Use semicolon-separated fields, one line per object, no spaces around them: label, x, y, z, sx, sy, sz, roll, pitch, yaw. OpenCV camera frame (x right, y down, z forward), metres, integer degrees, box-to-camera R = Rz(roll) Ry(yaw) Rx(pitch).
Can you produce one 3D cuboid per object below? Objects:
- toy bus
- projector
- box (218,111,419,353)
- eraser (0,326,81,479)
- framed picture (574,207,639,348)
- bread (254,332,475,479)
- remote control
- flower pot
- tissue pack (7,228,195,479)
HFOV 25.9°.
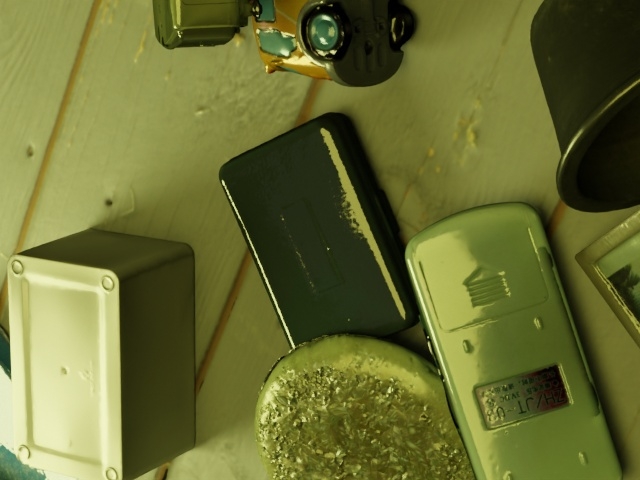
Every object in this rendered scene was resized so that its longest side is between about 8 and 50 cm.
toy bus;0.001;-0.251;1.321;0.136;0.126;0.210;5;104;37
projector;-0.118;-0.280;1.315;0.088;0.269;0.194;-5;98;-10
box;0.000;0.000;1.418;0.160;0.050;0.230;-23;90;31
eraser;-0.392;0.206;1.692;0.312;0.042;0.144;49;120;11
framed picture;0.354;0.050;1.152;0.232;0.024;0.315;55;152;8
bread;0.049;0.217;1.417;0.267;0.040;0.267;9;115;20
remote control;0.179;0.113;1.320;0.140;0.056;0.296;-19;92;7
flower pot;0.269;-0.149;1.157;0.235;0.235;0.148;-43;59;30
tissue pack;-0.240;0.126;1.534;0.159;0.136;0.246;9;105;27
